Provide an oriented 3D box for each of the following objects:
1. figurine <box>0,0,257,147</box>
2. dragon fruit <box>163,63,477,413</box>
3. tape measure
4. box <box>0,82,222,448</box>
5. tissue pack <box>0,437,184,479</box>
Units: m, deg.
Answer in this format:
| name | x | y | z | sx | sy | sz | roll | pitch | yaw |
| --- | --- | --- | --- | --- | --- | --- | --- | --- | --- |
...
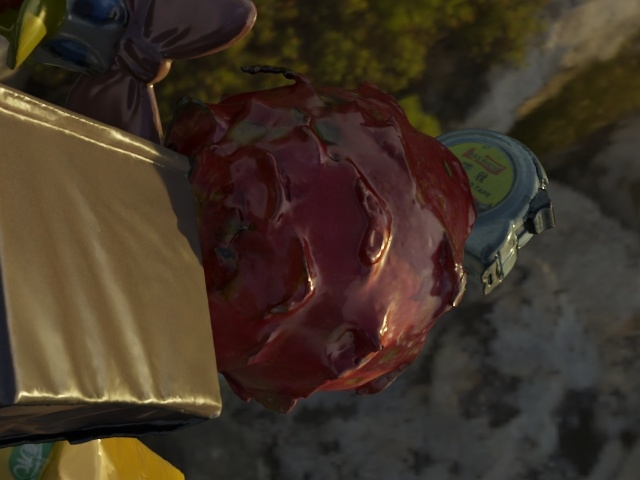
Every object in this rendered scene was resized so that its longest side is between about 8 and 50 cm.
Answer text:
| name | x | y | z | sx | sy | sz | roll | pitch | yaw |
| --- | --- | --- | --- | --- | --- | --- | --- | --- | --- |
| figurine | -0.251 | -0.210 | 1.163 | 0.421 | 0.154 | 0.193 | 40 | 19 | 16 |
| dragon fruit | 0.000 | 0.000 | 1.131 | 0.268 | 0.210 | 0.205 | -13 | 121 | -65 |
| tape measure | 0.088 | -0.078 | 1.830 | 0.164 | 0.330 | 0.084 | -39 | 145 | -23 |
| box | -0.180 | 0.024 | 0.881 | 0.252 | 0.188 | 0.153 | 27 | 56 | -73 |
| tissue pack | -0.298 | 0.329 | 1.578 | 0.293 | 0.228 | 0.381 | 55 | 50 | -64 |
